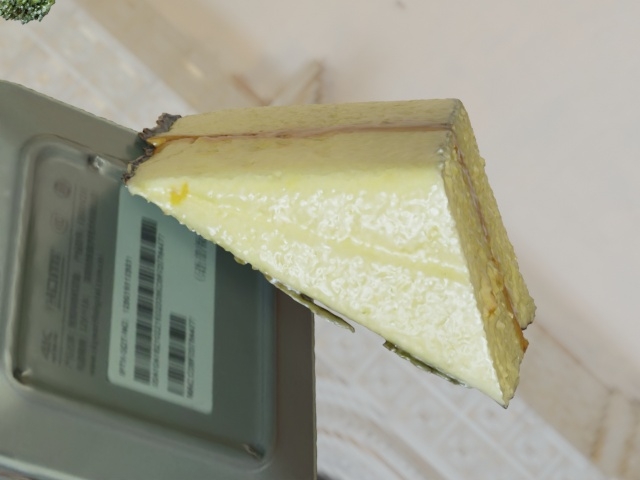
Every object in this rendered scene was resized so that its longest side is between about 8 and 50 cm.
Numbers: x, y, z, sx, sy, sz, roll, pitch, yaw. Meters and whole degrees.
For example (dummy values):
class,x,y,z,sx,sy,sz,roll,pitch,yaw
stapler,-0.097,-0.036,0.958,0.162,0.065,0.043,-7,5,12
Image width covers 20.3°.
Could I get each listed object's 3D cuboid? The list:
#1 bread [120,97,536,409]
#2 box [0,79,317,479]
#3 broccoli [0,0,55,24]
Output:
class,x,y,z,sx,sy,sz,roll,pitch,yaw
bread,0.000,0.000,1.612,0.405,0.242,0.346,-6,11,22
box,-0.183,0.075,1.633,0.111,0.397,0.396,-40,41,41
broccoli,-0.229,-0.213,1.354,0.095,0.097,0.092,-7,66,38
